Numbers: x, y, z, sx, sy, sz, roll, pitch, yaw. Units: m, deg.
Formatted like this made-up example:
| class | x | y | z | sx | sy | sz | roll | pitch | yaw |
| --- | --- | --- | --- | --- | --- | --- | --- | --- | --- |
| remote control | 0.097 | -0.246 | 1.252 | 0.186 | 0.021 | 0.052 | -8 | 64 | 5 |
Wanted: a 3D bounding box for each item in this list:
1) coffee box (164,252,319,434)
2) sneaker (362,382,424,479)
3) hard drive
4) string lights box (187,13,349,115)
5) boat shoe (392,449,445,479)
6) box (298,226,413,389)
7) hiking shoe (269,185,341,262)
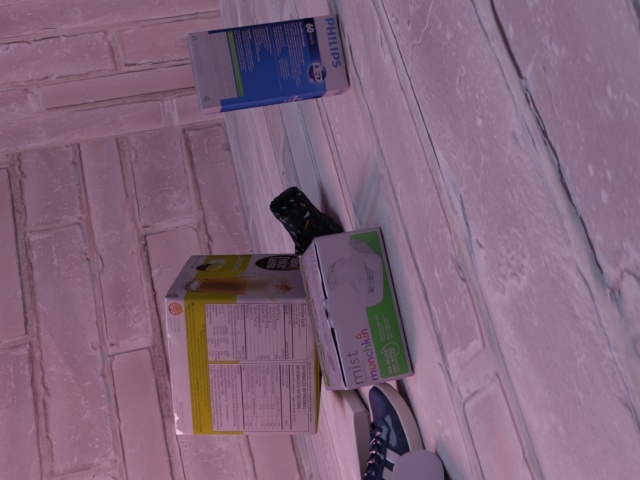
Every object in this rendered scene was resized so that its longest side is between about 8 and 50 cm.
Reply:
| class | x | y | z | sx | sy | sz | roll | pitch | yaw |
| --- | --- | --- | --- | --- | --- | --- | --- | --- | --- |
| coffee box | -0.164 | 0.235 | 1.958 | 0.337 | 0.334 | 0.338 | -84 | -7 | -74 |
| sneaker | 0.107 | 0.422 | 1.405 | 0.131 | 0.148 | 0.350 | 104 | 154 | -67 |
| hard drive | 0.067 | 0.429 | 1.945 | 0.307 | 0.040 | 0.203 | -132 | 33 | -71 |
| string lights box | -0.091 | -0.305 | 1.429 | 0.077 | 0.260 | 0.133 | 178 | 82 | -79 |
| boat shoe | 0.149 | 0.452 | 1.210 | 0.301 | 0.108 | 0.102 | -84 | -18 | -60 |
| box | 0.052 | 0.129 | 1.467 | 0.231 | 0.127 | 0.262 | 127 | 132 | -76 |
| hiking shoe | 0.000 | 0.000 | 1.784 | 0.132 | 0.113 | 0.304 | 47 | -172 | -43 |
